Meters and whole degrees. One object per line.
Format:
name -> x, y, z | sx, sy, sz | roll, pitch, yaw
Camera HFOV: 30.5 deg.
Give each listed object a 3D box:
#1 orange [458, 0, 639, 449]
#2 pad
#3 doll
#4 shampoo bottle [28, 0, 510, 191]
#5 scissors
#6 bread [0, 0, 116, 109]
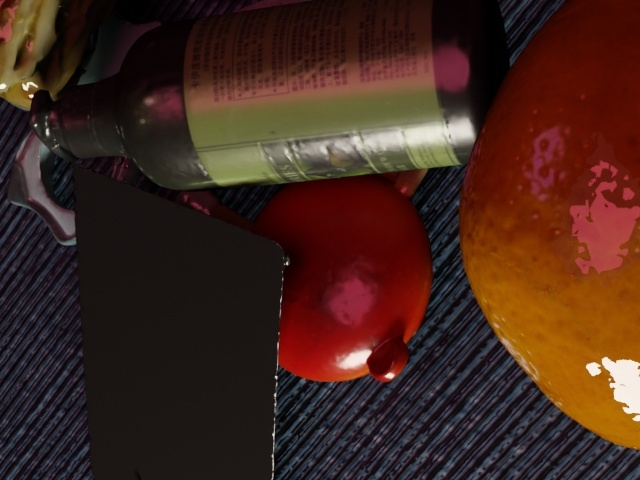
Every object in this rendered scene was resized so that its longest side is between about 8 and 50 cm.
orange -> 0.176, -0.017, 0.576 | 0.171, 0.240, 0.240 | 177, 90, -67
pad -> -0.092, 0.087, 0.751 | 0.159, 0.009, 0.265 | 21, 126, 25
doll -> 0.000, 0.000, 0.728 | 0.217, 0.085, 0.183 | 43, 105, 36
shampoo bottle -> -0.037, -0.081, 0.673 | 0.284, 0.101, 0.101 | -5, 89, 17
scissors -> -0.086, -0.121, 0.764 | 0.360, 0.029, 0.191 | -17, 76, 33
bread -> -0.247, -0.259, 0.786 | 0.324, 0.167, 0.277 | 26, 94, 18
